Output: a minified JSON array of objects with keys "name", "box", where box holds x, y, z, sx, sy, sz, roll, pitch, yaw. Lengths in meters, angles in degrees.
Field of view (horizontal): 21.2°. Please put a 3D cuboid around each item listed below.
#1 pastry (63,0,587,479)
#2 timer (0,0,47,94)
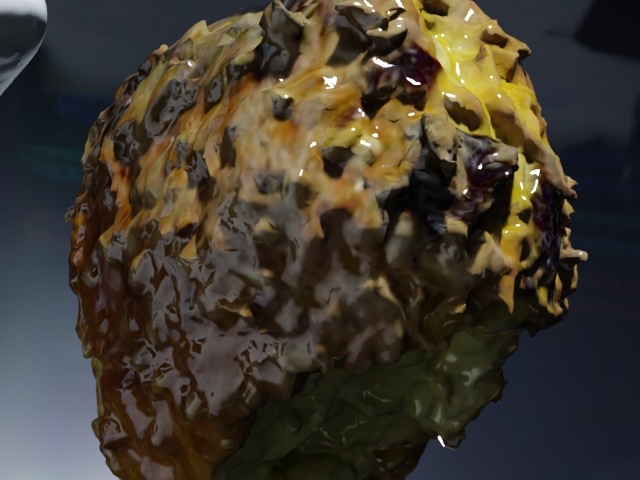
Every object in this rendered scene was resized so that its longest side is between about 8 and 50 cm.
[{"name":"pastry","box":[-0.009,-0.006,1.126,0.405,0.292,0.337,-55,-131,43]},{"name":"timer","box":[-0.197,-0.015,0.444,0.253,0.178,0.078,-35,-103,48]}]
